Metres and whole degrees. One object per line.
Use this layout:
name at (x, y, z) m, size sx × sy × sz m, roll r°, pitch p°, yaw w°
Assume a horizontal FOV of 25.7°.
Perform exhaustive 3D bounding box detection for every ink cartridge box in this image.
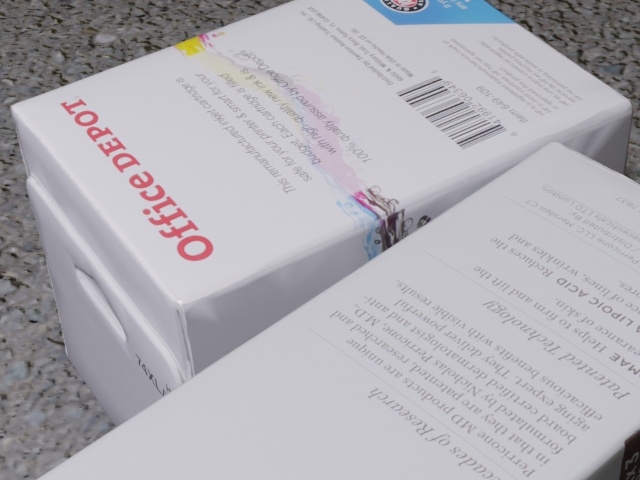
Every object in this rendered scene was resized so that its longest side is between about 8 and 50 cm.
ink cartridge box at (0.000, 0.000, 0.790) m, size 0.270 × 0.197 × 0.198 m, roll -24°, pitch 45°, yaw -22°

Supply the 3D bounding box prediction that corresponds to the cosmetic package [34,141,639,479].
cosmetic package at (0.027, 0.146, 0.607) m, size 0.385 × 0.217 × 0.156 m, roll -35°, pitch 49°, yaw -29°
